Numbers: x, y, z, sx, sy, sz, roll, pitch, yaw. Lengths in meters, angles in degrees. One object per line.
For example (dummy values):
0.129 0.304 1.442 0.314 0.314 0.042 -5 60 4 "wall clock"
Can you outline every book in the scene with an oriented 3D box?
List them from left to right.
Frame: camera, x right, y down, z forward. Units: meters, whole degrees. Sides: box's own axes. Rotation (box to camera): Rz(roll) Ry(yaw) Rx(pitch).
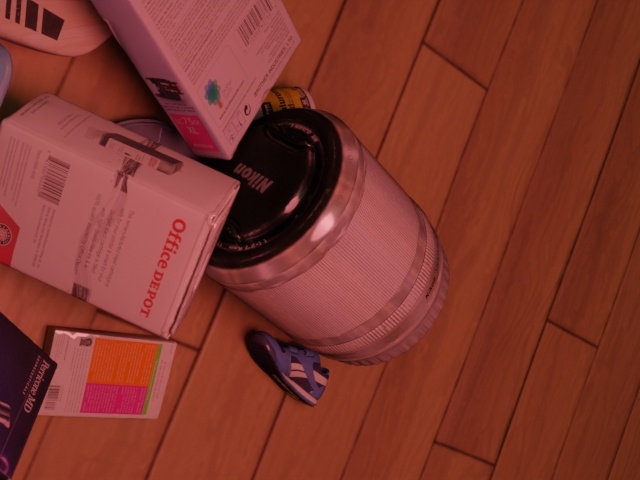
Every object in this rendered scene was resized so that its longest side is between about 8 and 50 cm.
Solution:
-0.241 0.151 1.085 0.144 0.035 0.096 11 93 -36 "book"

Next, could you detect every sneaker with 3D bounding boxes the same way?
-0.038 0.151 1.219 0.059 0.053 0.144 -53 130 -18 "sneaker"

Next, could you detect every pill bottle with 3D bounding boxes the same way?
-0.068 -0.146 1.149 0.116 0.065 0.065 -13 103 -34 "pill bottle"

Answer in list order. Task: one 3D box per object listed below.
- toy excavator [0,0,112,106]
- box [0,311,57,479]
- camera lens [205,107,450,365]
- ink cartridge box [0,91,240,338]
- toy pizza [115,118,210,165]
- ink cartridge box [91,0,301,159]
-0.340 -0.211 0.888 0.445 0.222 0.433 23 81 -49 "toy excavator"
-0.369 0.124 0.900 0.207 0.108 0.153 50 27 -30 "box"
0.000 0.000 1.104 0.274 0.219 0.219 43 71 -44 "camera lens"
-0.208 -0.024 0.949 0.217 0.092 0.159 26 121 0 "ink cartridge box"
-0.201 -0.035 1.088 0.201 0.032 0.201 -5 98 -37 "toy pizza"
-0.134 -0.253 0.970 0.186 0.065 0.311 -63 145 -28 "ink cartridge box"
